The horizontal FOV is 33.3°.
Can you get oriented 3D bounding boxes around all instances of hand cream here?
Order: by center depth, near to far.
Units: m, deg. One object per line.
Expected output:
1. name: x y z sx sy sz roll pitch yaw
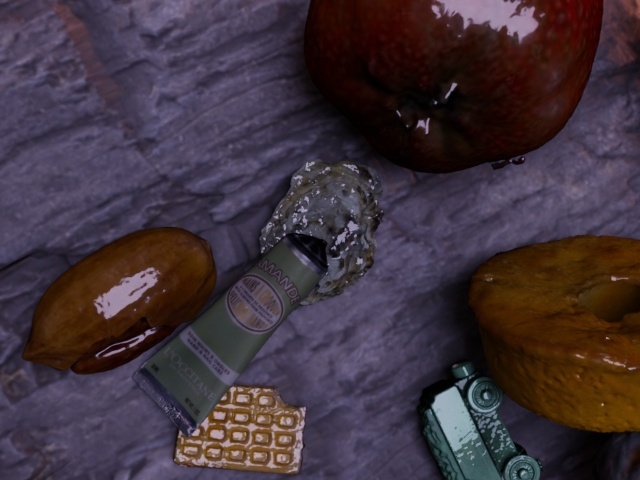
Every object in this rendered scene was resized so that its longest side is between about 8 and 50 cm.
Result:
1. hand cream: -0.080 0.083 1.056 0.235 0.055 0.086 -46 76 3

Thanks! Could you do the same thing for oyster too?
1. oyster: 0.000 0.000 1.113 0.125 0.064 0.177 16 88 -3

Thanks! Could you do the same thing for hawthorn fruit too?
1. hawthorn fruit: 0.148 -0.252 1.084 0.284 0.285 0.369 26 69 -14

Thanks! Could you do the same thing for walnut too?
1. walnut: -0.192 0.060 1.025 0.207 0.116 0.116 -31 95 -17

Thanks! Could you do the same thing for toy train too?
1. toy train: 0.168 0.215 1.148 0.099 0.070 0.172 -26 93 -7

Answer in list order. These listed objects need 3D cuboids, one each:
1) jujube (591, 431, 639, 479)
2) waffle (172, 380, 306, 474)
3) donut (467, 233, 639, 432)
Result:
1. jujube: 0.436 0.244 1.123 0.308 0.246 0.215 -27 118 -6
2. waffle: -0.081 0.190 1.094 0.135 0.021 0.092 6 84 -17
3. donut: 0.301 0.095 1.101 0.303 0.303 0.110 -11 114 -18
